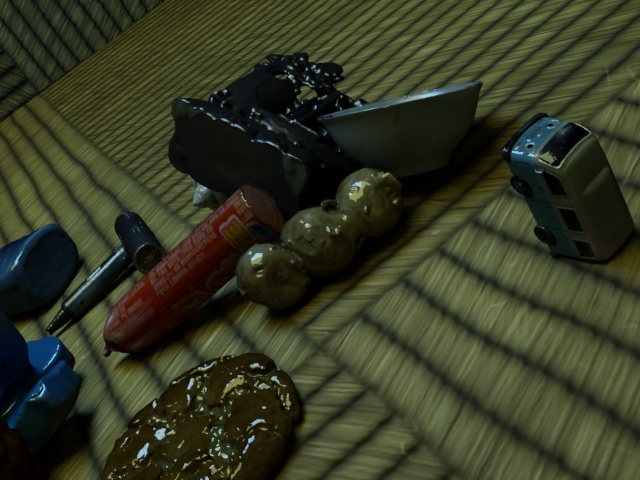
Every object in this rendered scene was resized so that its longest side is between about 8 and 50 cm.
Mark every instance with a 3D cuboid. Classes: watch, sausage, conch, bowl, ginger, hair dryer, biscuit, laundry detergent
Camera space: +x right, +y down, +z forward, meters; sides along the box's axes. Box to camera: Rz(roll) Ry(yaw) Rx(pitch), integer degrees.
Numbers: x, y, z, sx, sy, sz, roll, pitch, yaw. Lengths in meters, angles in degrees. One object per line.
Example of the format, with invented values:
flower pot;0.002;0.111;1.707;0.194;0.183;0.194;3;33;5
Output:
watch;-0.427;0.140;1.033;0.305;0.274;0.241;-13;34;46
sausage;-0.159;0.046;1.068;0.274;0.074;0.074;-40;25;17
conch;-0.103;-0.092;1.246;0.094;0.104;0.176;15;49;29
bowl;0.095;-0.118;1.041;0.189;0.086;0.189;-11;9;2
ginger;0.000;0.000;0.995;0.204;0.080;0.104;-38;14;-9
hair dryer;-0.312;0.049;1.310;0.195;0.050;0.173;-40;24;-4
biscuit;-0.116;0.187;0.864;0.226;0.042;0.226;-27;27;15
laundry detergent;-0.514;0.064;1.450;0.290;0.094;0.143;-16;36;32

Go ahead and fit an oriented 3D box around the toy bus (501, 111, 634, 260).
toy bus;0.211;-0.042;0.779;0.060;0.123;0.075;-44;32;-18

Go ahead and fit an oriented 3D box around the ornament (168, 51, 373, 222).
ornament;-0.029;-0.145;1.170;0.251;0.106;0.260;32;45;26

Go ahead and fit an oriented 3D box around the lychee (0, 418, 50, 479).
lychee;-0.372;0.255;0.818;0.261;0.260;0.260;-27;28;16
